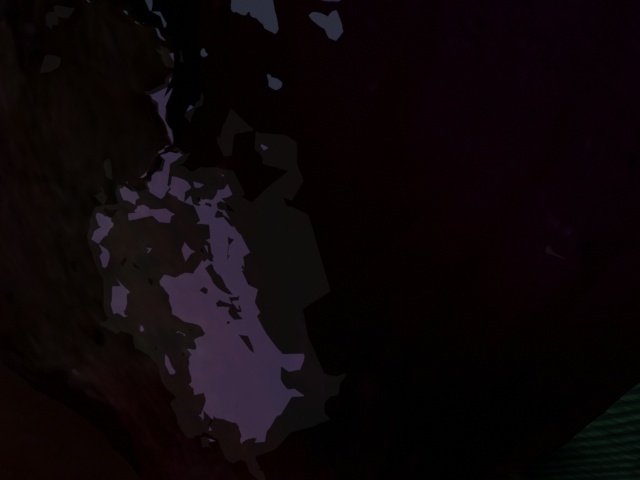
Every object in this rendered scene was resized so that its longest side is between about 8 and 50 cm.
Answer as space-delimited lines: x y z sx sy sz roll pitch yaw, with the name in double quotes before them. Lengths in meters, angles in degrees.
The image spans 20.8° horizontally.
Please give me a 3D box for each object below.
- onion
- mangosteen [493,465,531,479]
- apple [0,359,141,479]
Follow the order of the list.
"onion" 0.000 0.000 0.640 0.348 0.385 0.348 5 156 2
"mangosteen" 0.071 0.198 1.220 0.192 0.192 0.217 24 131 1
"apple" -0.253 0.138 1.168 0.364 0.364 0.364 19 155 10
